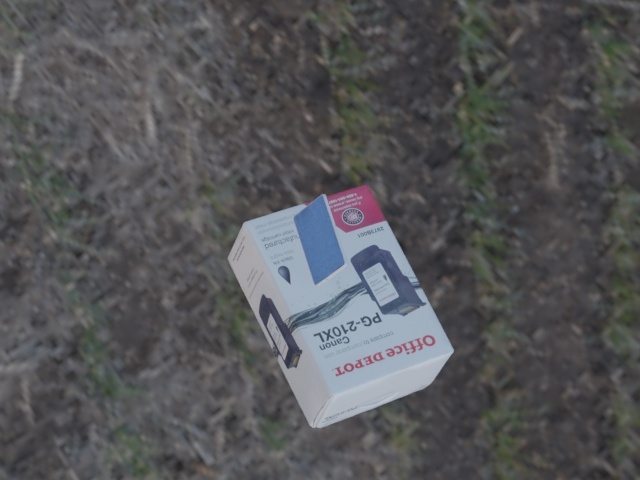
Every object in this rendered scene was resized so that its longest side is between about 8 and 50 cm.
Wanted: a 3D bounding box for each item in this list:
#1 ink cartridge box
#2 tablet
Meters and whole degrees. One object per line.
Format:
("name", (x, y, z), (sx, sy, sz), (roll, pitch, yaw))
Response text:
("ink cartridge box", (0.023, 0.075, 1.955), (0.172, 0.237, 0.100), (-18, 159, -24))
("tablet", (0.000, 0.000, 1.724), (0.006, 0.083, 0.054), (3, 150, -42))
